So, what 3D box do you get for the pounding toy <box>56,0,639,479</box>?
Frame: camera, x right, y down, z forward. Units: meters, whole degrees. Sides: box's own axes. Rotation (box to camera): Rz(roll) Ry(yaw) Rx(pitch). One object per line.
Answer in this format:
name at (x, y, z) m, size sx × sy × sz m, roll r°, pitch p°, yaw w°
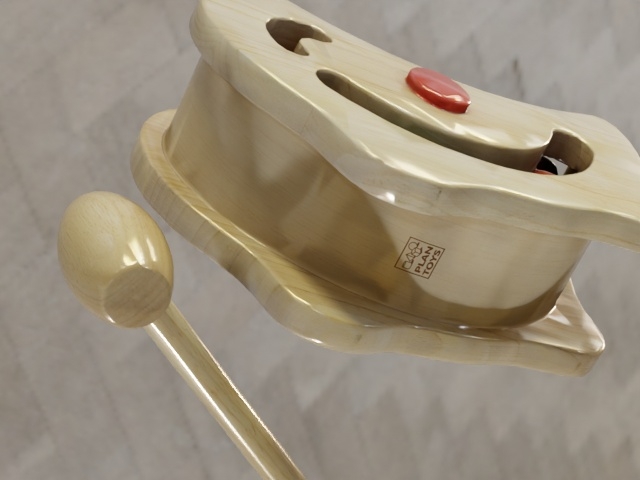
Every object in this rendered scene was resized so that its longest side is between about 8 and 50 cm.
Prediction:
pounding toy at (0.000, 0.000, 0.675) m, size 0.270 × 0.154 × 0.155 m, roll 9°, pitch 119°, yaw -36°
